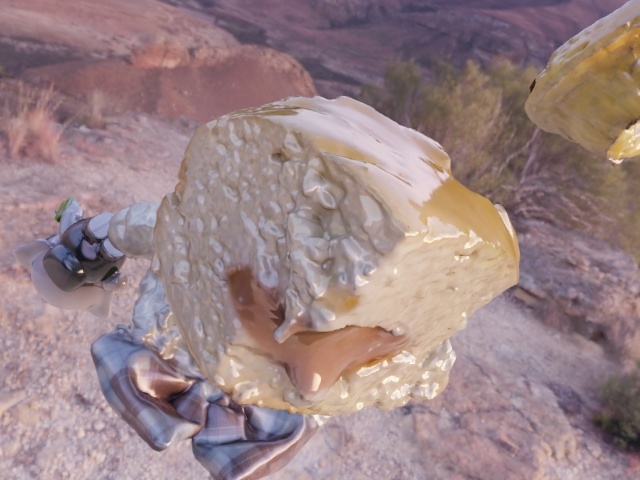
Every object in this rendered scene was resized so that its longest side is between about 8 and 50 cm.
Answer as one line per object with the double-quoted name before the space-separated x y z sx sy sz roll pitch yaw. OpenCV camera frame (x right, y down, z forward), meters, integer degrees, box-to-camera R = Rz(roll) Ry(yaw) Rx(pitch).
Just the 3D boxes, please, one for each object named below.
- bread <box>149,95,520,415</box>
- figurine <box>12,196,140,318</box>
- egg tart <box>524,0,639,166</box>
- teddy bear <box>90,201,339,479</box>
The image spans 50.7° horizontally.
"bread" 0.004 -0.003 0.476 0.224 0.183 0.211 6 36 -51
"figurine" -0.296 0.028 0.837 0.147 0.192 0.126 47 41 -11
"egg tart" 0.376 -0.179 0.752 0.290 0.290 0.115 -2 64 -47
"teddy bear" -0.105 0.096 0.721 0.327 0.375 0.362 39 55 -12
